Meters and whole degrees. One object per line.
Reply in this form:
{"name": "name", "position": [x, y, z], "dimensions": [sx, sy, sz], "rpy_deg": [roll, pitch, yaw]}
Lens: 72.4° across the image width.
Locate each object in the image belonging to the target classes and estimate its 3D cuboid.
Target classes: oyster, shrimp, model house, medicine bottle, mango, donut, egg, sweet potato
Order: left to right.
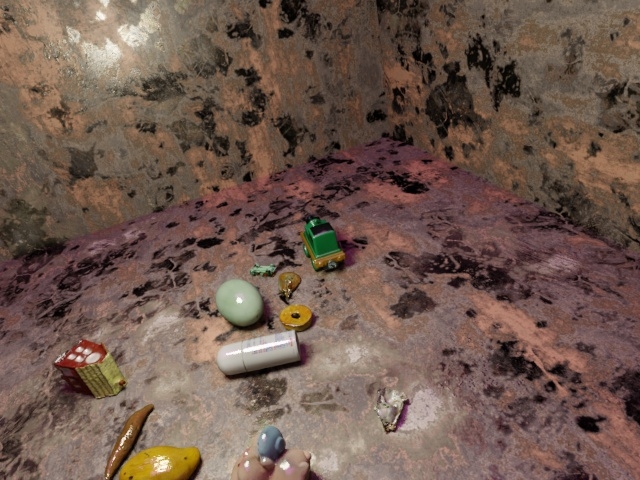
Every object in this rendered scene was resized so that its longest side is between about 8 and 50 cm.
{"name": "model house", "position": [-0.948, 0.547, 1.857], "dimensions": [0.254, 0.195, 0.160], "rpy_deg": [2, 33, 22]}
{"name": "sweet potato", "position": [-0.708, 0.724, 1.604], "dimensions": [0.066, 0.072, 0.314], "rpy_deg": [7, 31, 4]}
{"name": "mango", "position": [-0.535, 0.756, 1.452], "dimensions": [0.262, 0.108, 0.157], "rpy_deg": [-17, 30, -9]}
{"name": "egg", "position": [-0.380, 0.290, 2.055], "dimensions": [0.203, 0.202, 0.283], "rpy_deg": [-33, 42, -30]}
{"name": "medicine bottle", "position": [-0.257, 0.465, 1.799], "dimensions": [0.341, 0.130, 0.130], "rpy_deg": [-12, 31, -1]}
{"name": "shrimp", "position": [-0.161, 0.220, 2.238], "dimensions": [0.115, 0.051, 0.217], "rpy_deg": [-9, 29, 3]}
{"name": "donut", "position": [-0.109, 0.356, 1.991], "dimensions": [0.152, 0.058, 0.151], "rpy_deg": [-8, 32, 5]}
{"name": "oyster", "position": [0.233, 0.578, 1.517], "dimensions": [0.109, 0.053, 0.165], "rpy_deg": [27, 34, 11]}

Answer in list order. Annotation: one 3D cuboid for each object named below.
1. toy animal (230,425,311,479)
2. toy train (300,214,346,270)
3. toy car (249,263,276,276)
{"name": "toy animal", "position": [-0.142, 0.708, 1.332], "dimensions": [0.221, 0.229, 0.210], "rpy_deg": [37, 11, 4]}
{"name": "toy train", "position": [0.000, 0.000, 2.339], "dimensions": [0.178, 0.249, 0.429], "rpy_deg": [-18, 32, -7]}
{"name": "toy car", "position": [-0.312, 0.165, 2.376], "dimensions": [0.143, 0.054, 0.073], "rpy_deg": [-2, 31, 24]}
